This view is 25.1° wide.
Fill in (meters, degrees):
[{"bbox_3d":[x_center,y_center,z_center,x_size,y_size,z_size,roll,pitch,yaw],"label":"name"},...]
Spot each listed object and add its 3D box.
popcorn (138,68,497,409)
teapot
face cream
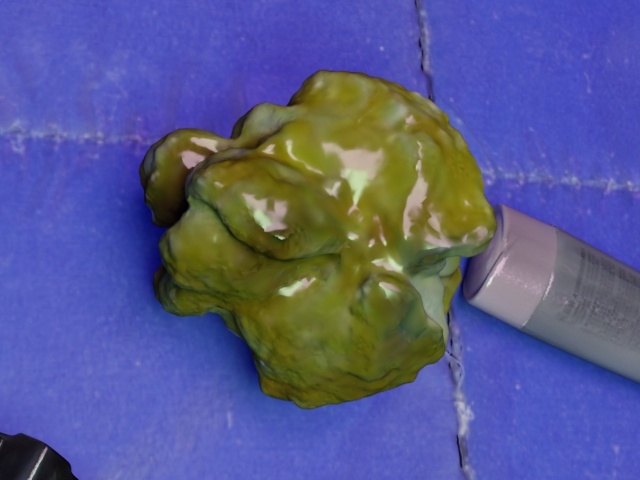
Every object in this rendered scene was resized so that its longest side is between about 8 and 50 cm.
[{"bbox_3d":[-0.006,0.002,1.137,0.276,0.225,0.276,3,80,-16],"label":"popcorn"},{"bbox_3d":[-0.219,0.198,1.020,0.096,0.087,0.177,-61,146,-22],"label":"teapot"},{"bbox_3d":[0.260,0.063,1.325,0.269,0.073,0.107,25,59,-16],"label":"face cream"}]
